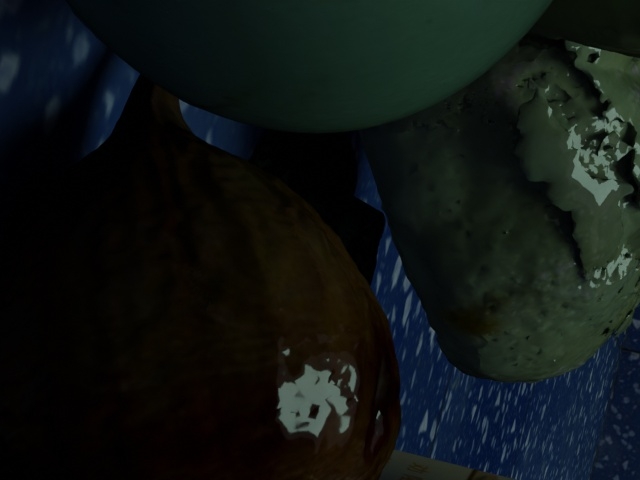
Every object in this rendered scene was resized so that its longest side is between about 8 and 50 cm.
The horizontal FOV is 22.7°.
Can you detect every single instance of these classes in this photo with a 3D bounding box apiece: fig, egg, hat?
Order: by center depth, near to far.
[{"bbox_3d":[-0.004,-0.122,0.397,0.231,0.168,0.168,84,24,-58],"label":"egg"},{"bbox_3d":[-0.046,-0.001,0.489,0.146,0.133,0.201,137,-48,-67],"label":"fig"},{"bbox_3d":[0.000,0.000,0.722,0.121,0.050,0.121,15,90,-71],"label":"hat"}]

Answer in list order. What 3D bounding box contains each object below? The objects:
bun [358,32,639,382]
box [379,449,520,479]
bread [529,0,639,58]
[{"bbox_3d":[0.092,-0.055,0.734,0.239,0.141,0.239,-19,90,-82],"label":"bun"},{"bbox_3d":[0.090,0.184,0.842,0.149,0.233,0.067,-45,144,-62],"label":"box"},{"bbox_3d":[0.141,-0.215,0.530,0.237,0.320,0.320,-17,130,-22],"label":"bread"}]
